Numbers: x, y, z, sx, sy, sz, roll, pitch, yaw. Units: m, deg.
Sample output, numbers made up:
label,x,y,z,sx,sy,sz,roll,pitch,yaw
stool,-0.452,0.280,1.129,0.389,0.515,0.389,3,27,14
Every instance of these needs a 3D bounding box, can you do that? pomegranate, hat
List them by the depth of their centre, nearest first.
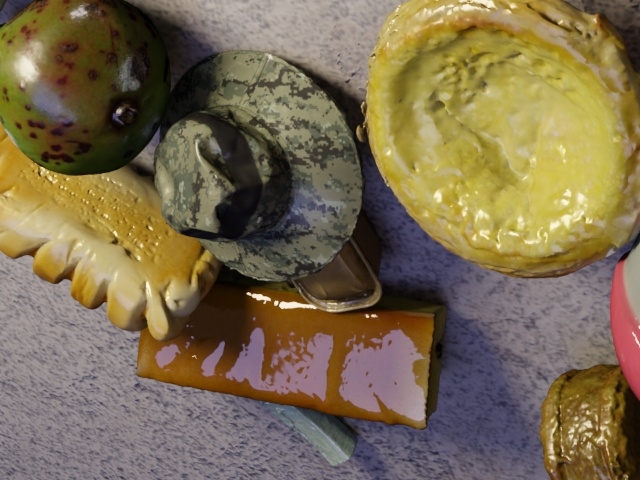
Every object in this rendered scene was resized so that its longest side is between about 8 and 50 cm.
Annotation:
label,x,y,z,sx,sy,sz,roll,pitch,yaw
hat,-0.098,-0.067,1.649,0.265,0.128,0.266,9,106,35
pomegranate,-0.259,-0.173,1.666,0.248,0.202,0.202,31,148,43

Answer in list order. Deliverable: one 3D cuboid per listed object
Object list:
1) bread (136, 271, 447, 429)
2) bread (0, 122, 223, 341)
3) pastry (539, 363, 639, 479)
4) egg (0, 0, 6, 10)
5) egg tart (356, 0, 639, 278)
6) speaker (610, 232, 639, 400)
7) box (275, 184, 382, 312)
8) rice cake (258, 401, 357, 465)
label,x,y,z,sx,sy,sz,roll,pitch,yaw
bread,-0.037,0.116,1.871,0.361,0.077,0.138,9,106,19
bread,-0.258,-0.018,1.812,0.311,0.173,0.121,34,147,2
pastry,0.319,0.225,1.742,0.103,0.189,0.189,-18,121,36
egg,-0.398,-0.269,1.639,0.231,0.169,0.169,-23,119,30
egg tart,0.185,-0.113,1.506,0.315,0.120,0.315,19,130,25
speaker,0.412,0.053,1.469,0.294,0.294,0.294,14,136,14
box,0.000,0.000,1.747,0.111,0.111,0.177,-12,125,35
rice cake,-0.055,0.188,2.001,0.245,0.045,0.042,39,135,-12
